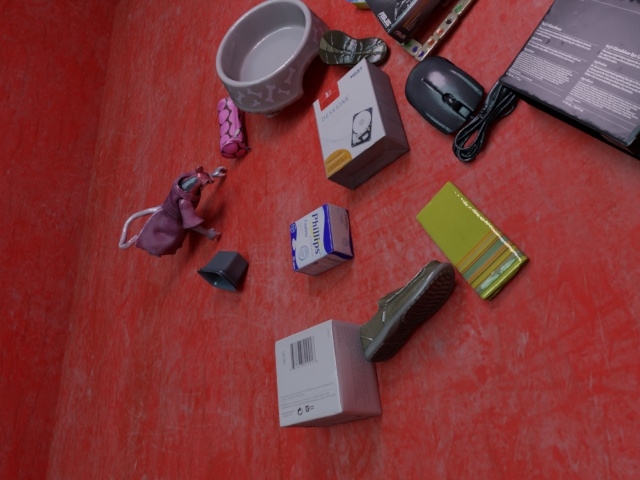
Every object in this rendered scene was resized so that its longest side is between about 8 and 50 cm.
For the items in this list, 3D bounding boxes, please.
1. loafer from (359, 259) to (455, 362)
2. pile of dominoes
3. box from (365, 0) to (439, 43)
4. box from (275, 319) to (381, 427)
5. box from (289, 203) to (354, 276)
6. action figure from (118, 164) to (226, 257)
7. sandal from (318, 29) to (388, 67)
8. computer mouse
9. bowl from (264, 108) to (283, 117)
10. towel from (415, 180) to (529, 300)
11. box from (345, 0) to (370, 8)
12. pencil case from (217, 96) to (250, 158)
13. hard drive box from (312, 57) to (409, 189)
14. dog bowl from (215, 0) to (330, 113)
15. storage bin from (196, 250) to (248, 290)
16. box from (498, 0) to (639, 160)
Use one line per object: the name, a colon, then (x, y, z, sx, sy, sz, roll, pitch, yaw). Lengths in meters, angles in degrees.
loafer: (0.149, 0.122, 0.971, 0.251, 0.094, 0.087, -52, 48, 22)
pile of dominoes: (0.247, -0.538, 1.132, 0.251, 0.040, 0.196, -50, 44, 17)
box: (0.186, -0.584, 1.156, 0.183, 0.056, 0.231, -44, 49, 31)
box: (0.011, 0.276, 1.052, 0.181, 0.119, 0.182, -29, 56, 39)
box: (0.000, 0.000, 1.203, 0.137, 0.072, 0.126, -29, 57, 39)
action figure: (-0.448, -0.123, 1.623, 0.370, 0.276, 0.248, -50, 37, 44)
sandal: (0.084, -0.477, 1.301, 0.219, 0.060, 0.090, 18, 96, 36)
computer mouse: (0.252, -0.296, 1.026, 0.188, 0.072, 0.272, -57, 42, 18)
bowl: (-0.157, -0.463, 1.546, 0.170, 0.080, 0.170, -21, 61, 44)
towel: (0.269, -0.005, 0.943, 0.102, 0.021, 0.237, -48, 44, 18)
box: (0.149, -0.639, 1.291, 0.178, 0.042, 0.109, 31, 100, 49)
pencil case: (-0.281, -0.365, 1.643, 0.098, 0.095, 0.209, 105, 157, -59)
hard drive box: (0.087, -0.265, 1.190, 0.181, 0.089, 0.232, -34, 53, 36)
dog bowl: (-0.141, -0.528, 1.444, 0.349, 0.102, 0.349, -13, 61, 24)
storage bin: (-0.268, 0.084, 1.472, 0.135, 0.098, 0.091, 1, 50, 49)
box: (0.436, -0.259, 0.781, 0.184, 0.103, 0.261, -59, 41, 20)
